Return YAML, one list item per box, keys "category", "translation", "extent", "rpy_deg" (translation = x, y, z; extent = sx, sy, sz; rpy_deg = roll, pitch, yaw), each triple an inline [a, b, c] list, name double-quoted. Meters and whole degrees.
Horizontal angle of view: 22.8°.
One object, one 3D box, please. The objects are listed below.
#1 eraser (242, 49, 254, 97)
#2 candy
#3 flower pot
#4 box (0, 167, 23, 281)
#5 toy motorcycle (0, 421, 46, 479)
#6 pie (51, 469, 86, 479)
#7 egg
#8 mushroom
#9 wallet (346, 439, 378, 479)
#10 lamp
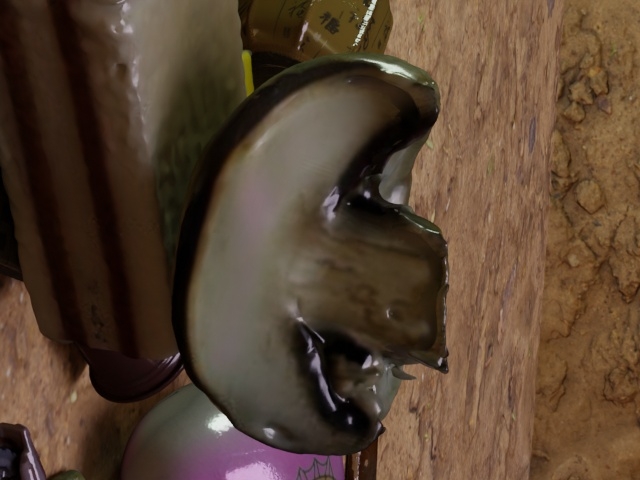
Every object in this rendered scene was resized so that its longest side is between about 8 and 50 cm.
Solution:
- category: "eraser"
  translation: [-0.126, -0.073, 1.432]
  extent: [0.226, 0.069, 0.158]
  rpy_deg: [-44, 137, -62]
- category: "candy"
  translation: [-0.140, -0.089, 1.141]
  extent: [0.179, 0.135, 0.321]
  rpy_deg: [-58, 150, -48]
- category: "flower pot"
  translation: [-0.170, 0.068, 1.334]
  extent: [0.089, 0.111, 0.111]
  rpy_deg: [52, 46, -43]
- category: "box"
  translation: [-0.240, -0.077, 1.130]
  extent: [0.325, 0.047, 0.180]
  rpy_deg: [34, 65, -69]
- category: "toy motorcycle"
  translation: [-0.224, 0.228, 1.246]
  extent: [0.118, 0.084, 0.213]
  rpy_deg: [-53, 142, -41]
- category: "pie"
  translation: [-0.219, 0.235, 1.355]
  extent: [0.085, 0.017, 0.085]
  rpy_deg: [8, 90, -70]
- category: "egg"
  translation: [-0.087, 0.221, 1.482]
  extent: [0.271, 0.196, 0.196]
  rpy_deg: [7, 90, -55]
- category: "mushroom"
  translation: [-0.008, 0.003, 1.112]
  extent: [0.164, 0.189, 0.267]
  rpy_deg: [-106, -166, -82]
- category: "wallet"
  translation: [0.061, 0.301, 2.194]
  extent: [0.095, 0.026, 0.176]
  rpy_deg: [-12, 108, -68]
- category: "lamp"
  translation: [-0.013, -0.209, 1.588]
  extent: [0.161, 0.161, 0.185]
  rpy_deg: [76, 29, -48]
